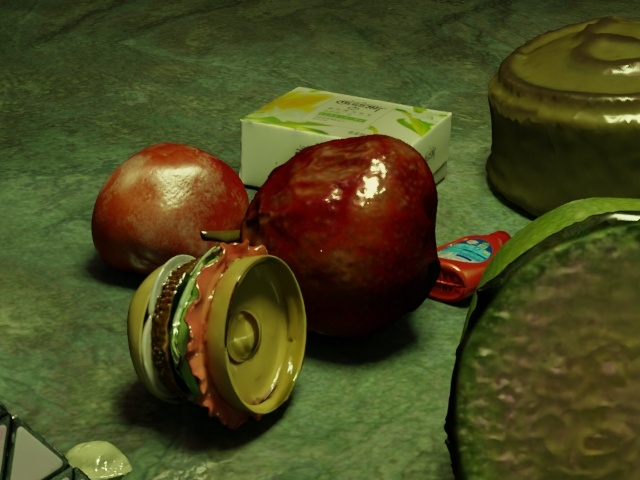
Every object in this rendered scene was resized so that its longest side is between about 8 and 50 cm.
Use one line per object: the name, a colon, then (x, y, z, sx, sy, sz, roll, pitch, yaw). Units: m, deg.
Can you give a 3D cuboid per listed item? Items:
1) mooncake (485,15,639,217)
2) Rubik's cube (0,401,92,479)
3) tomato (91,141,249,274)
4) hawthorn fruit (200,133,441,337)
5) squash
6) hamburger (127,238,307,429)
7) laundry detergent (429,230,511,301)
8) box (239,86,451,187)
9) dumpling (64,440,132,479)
mooncake: (0.436, -0.170, 1.478, 0.393, 0.246, 0.394, -19, 29, -28)
Rubik's cube: (-0.235, 0.230, 0.782, 0.178, 0.211, 0.190, 13, 52, -28)
tomato: (-0.179, -0.034, 1.229, 0.187, 0.151, 0.187, 4, 29, -2)
hawthorn fruit: (0.000, 0.000, 1.124, 0.266, 0.210, 0.230, -8, 37, 11)
squash: (0.267, 0.090, 0.869, 0.310, 0.310, 0.309, 8, 16, 11)
hamburger: (-0.104, 0.083, 0.974, 0.137, 0.175, 0.175, 2, 22, 29)
laundry detergent: (0.180, 0.023, 1.257, 0.097, 0.049, 0.165, 14, 25, 32)
box: (0.037, -0.134, 1.508, 0.260, 0.111, 0.194, 11, 26, 22)
dumpling: (-0.195, 0.191, 0.859, 0.077, 0.043, 0.059, 24, 27, 38)
